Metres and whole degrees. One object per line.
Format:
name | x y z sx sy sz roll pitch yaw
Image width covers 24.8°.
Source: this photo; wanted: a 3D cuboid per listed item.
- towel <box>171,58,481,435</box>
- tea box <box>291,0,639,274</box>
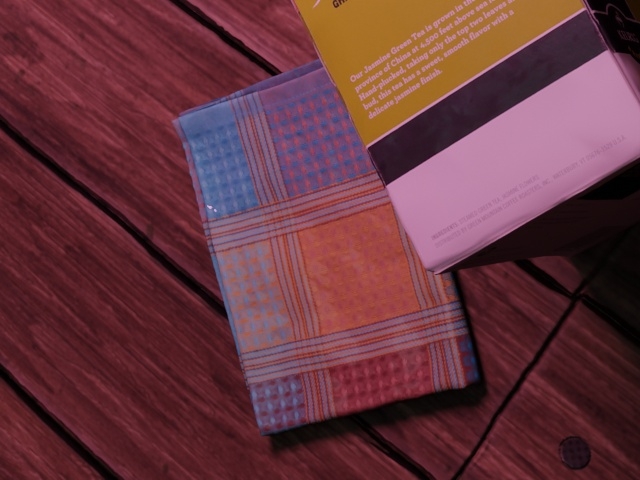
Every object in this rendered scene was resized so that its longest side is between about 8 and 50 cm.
towel | 0.000 0.000 1.516 0.271 0.040 0.370 -18 84 28
tea box | 0.174 -0.165 1.252 0.220 0.329 0.323 -31 77 26
